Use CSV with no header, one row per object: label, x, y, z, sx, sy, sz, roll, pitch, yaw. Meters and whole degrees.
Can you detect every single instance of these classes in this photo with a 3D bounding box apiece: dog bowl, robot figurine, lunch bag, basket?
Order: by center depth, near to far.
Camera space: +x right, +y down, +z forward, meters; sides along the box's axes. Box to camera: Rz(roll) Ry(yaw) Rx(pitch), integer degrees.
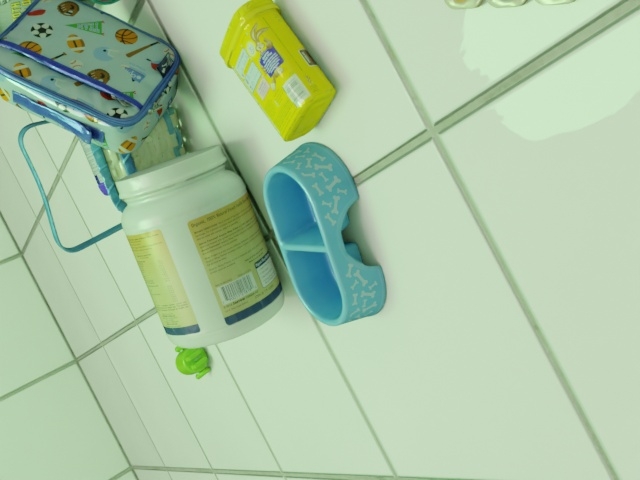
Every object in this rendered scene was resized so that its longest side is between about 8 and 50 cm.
dog bowl,0.000,0.000,1.133,0.166,0.074,0.297,2,115,54
lunch bag,-0.407,-0.291,1.282,0.303,0.243,0.115,24,142,0
basket,-0.405,-0.135,1.410,0.201,0.289,0.254,21,129,48
robot figurine,-0.325,0.303,1.829,0.101,0.067,0.115,52,149,-5

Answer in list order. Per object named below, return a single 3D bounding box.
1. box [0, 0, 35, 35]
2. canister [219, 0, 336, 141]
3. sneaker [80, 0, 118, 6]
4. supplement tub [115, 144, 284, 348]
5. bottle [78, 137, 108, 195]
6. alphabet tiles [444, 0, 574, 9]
box,-0.708,-0.533,1.657,0.056,0.183,0.231,46,144,25
canister,-0.062,-0.242,1.045,0.170,0.073,0.126,55,148,10
sneaker,-0.434,-0.486,1.364,0.178,0.124,0.295,60,148,23
supplement tub,-0.216,0.008,1.304,0.228,0.228,0.316,0,113,55
bottle,-0.502,-0.245,1.656,0.118,0.092,0.282,-6,108,56
alphabet tiles,0.162,-0.361,0.685,0.284,0.021,0.277,18,127,49
